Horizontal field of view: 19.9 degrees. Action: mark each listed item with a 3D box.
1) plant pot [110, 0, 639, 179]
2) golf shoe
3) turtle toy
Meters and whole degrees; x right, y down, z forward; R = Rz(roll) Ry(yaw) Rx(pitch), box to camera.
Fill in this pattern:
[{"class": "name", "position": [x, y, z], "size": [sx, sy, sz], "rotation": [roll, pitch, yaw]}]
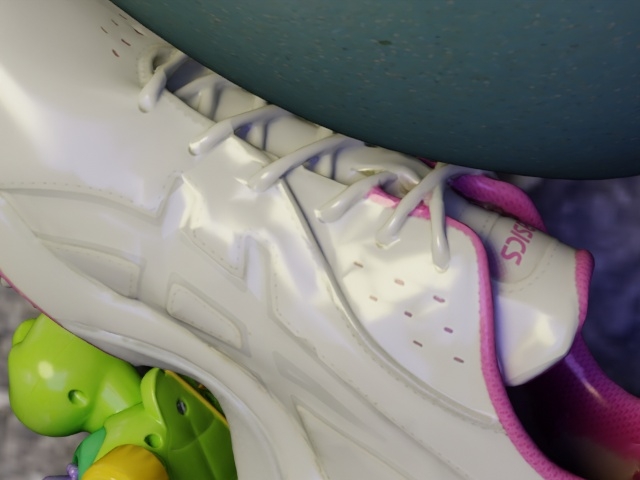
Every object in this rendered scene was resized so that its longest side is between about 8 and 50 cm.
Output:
[{"class": "plant pot", "position": [0.058, -0.128, 0.465], "size": [0.290, 0.290, 0.195], "rotation": [-21, 134, 11]}, {"class": "golf shoe", "position": [0.000, 0.000, 0.543], "size": [0.140, 0.115, 0.306], "rotation": [-35, 103, 33]}, {"class": "turtle toy", "position": [-0.058, 0.079, 0.598], "size": [0.066, 0.095, 0.130], "rotation": [-18, 98, 32]}]
